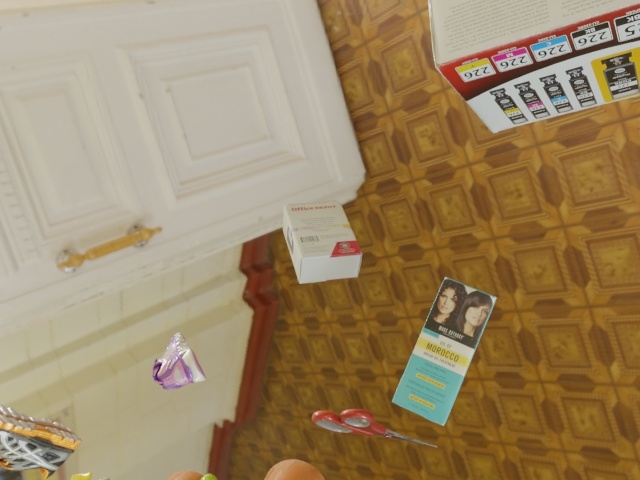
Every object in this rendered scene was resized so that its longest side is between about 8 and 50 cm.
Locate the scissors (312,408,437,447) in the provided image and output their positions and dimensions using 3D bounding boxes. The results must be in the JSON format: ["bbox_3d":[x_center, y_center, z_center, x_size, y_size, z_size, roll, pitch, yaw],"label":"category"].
[{"bbox_3d":[0.102,0.348,1.184,0.109,0.297,0.021,-20,55,30],"label":"scissors"}]

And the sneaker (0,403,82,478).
[{"bbox_3d":[-0.482,0.316,1.019,0.084,0.083,0.215,20,166,49],"label":"sneaker"}]

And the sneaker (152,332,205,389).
[{"bbox_3d":[-0.340,0.285,1.495,0.095,0.105,0.236,65,165,-11],"label":"sneaker"}]

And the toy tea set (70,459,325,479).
[{"bbox_3d":[-0.129,0.335,0.723,0.336,0.124,0.200,-11,89,16],"label":"toy tea set"}]

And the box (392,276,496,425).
[{"bbox_3d":[0.222,0.197,1.163,0.101,0.244,0.060,22,170,15],"label":"box"}]

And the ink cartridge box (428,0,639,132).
[{"bbox_3d":[0.302,-0.224,0.663,0.310,0.272,0.130,-11,75,29],"label":"ink cartridge box"}]

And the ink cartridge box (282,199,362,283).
[{"bbox_3d":[0.000,0.000,1.356,0.175,0.128,0.072,-110,19,-47],"label":"ink cartridge box"}]
